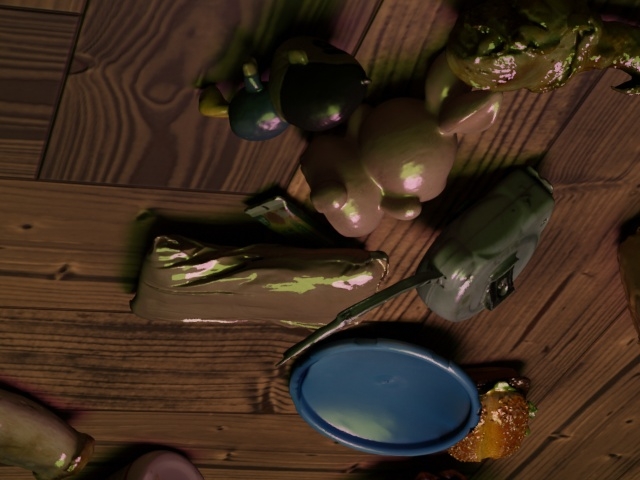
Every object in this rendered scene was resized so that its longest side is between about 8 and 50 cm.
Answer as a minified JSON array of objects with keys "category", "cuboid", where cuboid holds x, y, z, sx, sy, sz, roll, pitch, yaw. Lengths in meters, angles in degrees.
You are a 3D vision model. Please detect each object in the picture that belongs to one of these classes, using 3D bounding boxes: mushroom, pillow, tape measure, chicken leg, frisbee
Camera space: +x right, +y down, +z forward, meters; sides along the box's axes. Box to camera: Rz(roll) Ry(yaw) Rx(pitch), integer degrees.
[{"category":"mushroom","cuboid":[-0.397,0.211,1.869,0.100,0.081,0.312,-29,139,25]},{"category":"pillow","cuboid":[-0.070,0.046,1.659,0.270,0.067,0.173,5,153,-3]},{"category":"tape measure","cuboid":[0.106,0.065,1.604,0.330,0.084,0.164,-40,154,-17]},{"category":"chicken leg","cuboid":[0.220,-0.174,1.376,0.227,0.088,0.103,1,132,-14]},{"category":"frisbee","cuboid":[0.081,0.188,1.949,0.242,0.045,0.242,6,139,6]}]

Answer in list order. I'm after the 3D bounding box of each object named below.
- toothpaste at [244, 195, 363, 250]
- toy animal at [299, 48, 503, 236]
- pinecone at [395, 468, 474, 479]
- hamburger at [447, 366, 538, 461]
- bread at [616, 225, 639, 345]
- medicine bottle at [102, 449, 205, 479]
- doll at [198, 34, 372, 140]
[{"category":"toothpaste","cuboid":[0.000,0.000,1.660,0.049,0.031,0.204,-20,146,32]},{"category":"toy animal","cuboid":[0.088,-0.086,1.468,0.212,0.124,0.124,-29,144,19]},{"category":"pinecone","cuboid":[0.163,0.455,2.250,0.264,0.264,0.264,-6,149,-4]},{"category":"hamburger","cuboid":[0.217,0.230,2.036,0.137,0.087,0.166,-5,148,-5]},{"category":"bread","cuboid":[0.488,0.096,1.769,0.279,0.207,0.279,-16,149,14]},{"category":"medicine bottle","cuboid":[-0.269,0.384,2.130,0.131,0.131,0.250,20,139,-39]},{"category":"doll","cuboid":[-0.027,-0.134,1.392,0.179,0.089,0.102,-2,158,40]}]
